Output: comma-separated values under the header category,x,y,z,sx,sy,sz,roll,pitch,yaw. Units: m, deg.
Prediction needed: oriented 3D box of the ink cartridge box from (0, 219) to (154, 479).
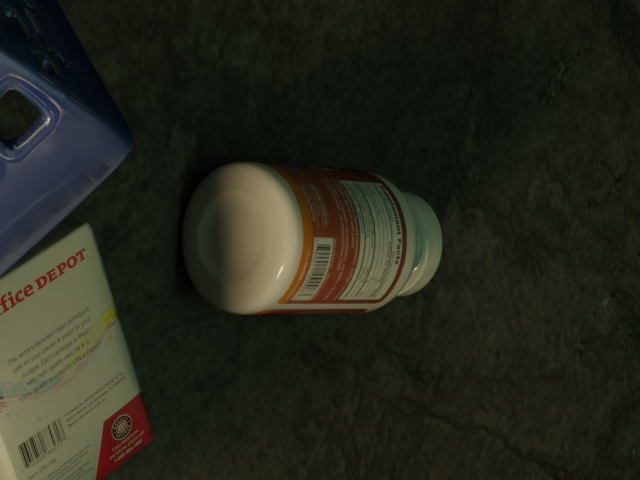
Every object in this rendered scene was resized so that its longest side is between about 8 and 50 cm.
category,x,y,z,sx,sy,sz,roll,pitch,yaw
ink cartridge box,-0.217,0.083,1.327,0.128,0.127,0.176,-35,122,-41

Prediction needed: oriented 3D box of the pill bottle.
category,x,y,z,sx,sy,sz,roll,pitch,yaw
pill bottle,0.000,0.000,1.581,0.216,0.121,0.121,2,94,-51

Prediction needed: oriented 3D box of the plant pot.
category,x,y,z,sx,sy,sz,roll,pitch,yaw
plant pot,-0.279,-0.093,1.082,0.236,0.236,0.212,-40,136,5
